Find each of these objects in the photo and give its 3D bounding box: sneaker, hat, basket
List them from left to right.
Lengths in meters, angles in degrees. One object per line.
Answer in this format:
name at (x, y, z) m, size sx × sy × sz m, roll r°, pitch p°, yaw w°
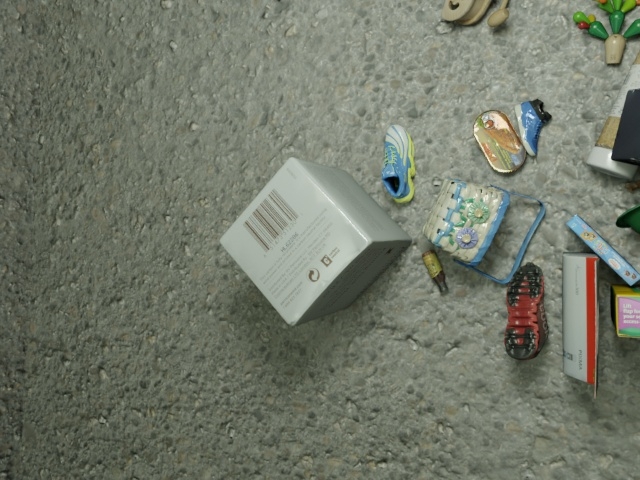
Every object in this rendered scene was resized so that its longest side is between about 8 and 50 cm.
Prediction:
sneaker at (0.228, -0.231, 1.745) m, size 0.091 × 0.126 × 0.240 m, roll -11°, pitch 87°, yaw 24°
basket at (0.447, -0.032, 1.630) m, size 0.289 × 0.201 × 0.254 m, roll 18°, pitch 101°, yaw -12°
sneaker at (0.572, 0.202, 1.625) m, size 0.098 × 0.135 × 0.276 m, roll -3°, pitch 67°, yaw 36°
sneaker at (0.594, -0.314, 1.619) m, size 0.085 × 0.058 × 0.152 m, roll -16°, pitch 78°, yaw 32°
hat at (0.855, 0.003, 1.433) m, size 0.209 × 0.173 × 0.183 m, roll -7°, pitch 67°, yaw -16°

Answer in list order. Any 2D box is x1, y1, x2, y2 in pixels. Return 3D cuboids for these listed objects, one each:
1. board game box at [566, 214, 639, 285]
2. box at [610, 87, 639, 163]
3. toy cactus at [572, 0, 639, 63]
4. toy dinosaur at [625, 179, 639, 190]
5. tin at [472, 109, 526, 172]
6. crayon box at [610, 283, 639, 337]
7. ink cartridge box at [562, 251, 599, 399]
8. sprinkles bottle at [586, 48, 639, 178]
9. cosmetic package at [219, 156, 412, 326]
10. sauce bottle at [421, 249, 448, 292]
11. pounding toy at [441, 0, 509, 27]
board game box at (0.725, 0.020, 1.515) m, size 0.211 × 0.160 × 0.039 m, roll 48°, pitch 109°, yaw 16°
box at (0.895, -0.229, 1.290) m, size 0.343 × 0.312 × 0.178 m, roll 11°, pitch 97°, yaw -3°
toy cactus at (0.770, -0.551, 1.522) m, size 0.219 × 0.112 × 0.180 m, roll 3°, pitch 102°, yaw 15°
toy dinosaur at (0.894, -0.170, 1.500) m, size 0.212 × 0.064 × 0.112 m, roll -2°, pitch 115°, yaw 29°
tin at (0.507, -0.279, 1.671) m, size 0.106 × 0.040 × 0.189 m, roll -28°, pitch 80°, yaw 18°
crayon box at (0.880, 0.164, 1.367) m, size 0.363 × 0.313 × 0.106 m, roll -1°, pitch 91°, yaw 24°
ink cartridge box at (0.630, 0.188, 1.438) m, size 0.091 × 0.385 × 0.308 m, roll 0°, pitch 91°, yaw 25°
sprinkles bottle at (0.805, -0.338, 1.491) m, size 0.121 × 0.121 × 0.355 m, roll 25°, pitch 101°, yaw 21°
cosmetic package at (0.000, 0.000, 1.706) m, size 0.327 × 0.394 × 0.329 m, roll 47°, pitch 108°, yaw 16°
sauce bottle at (0.343, 0.092, 1.750) m, size 0.042 × 0.042 × 0.128 m, roll -28°, pitch 79°, yaw 22°
pounding toy at (0.437, -0.700, 1.673) m, size 0.154 × 0.155 × 0.269 m, roll -31°, pitch 67°, yaw 50°
